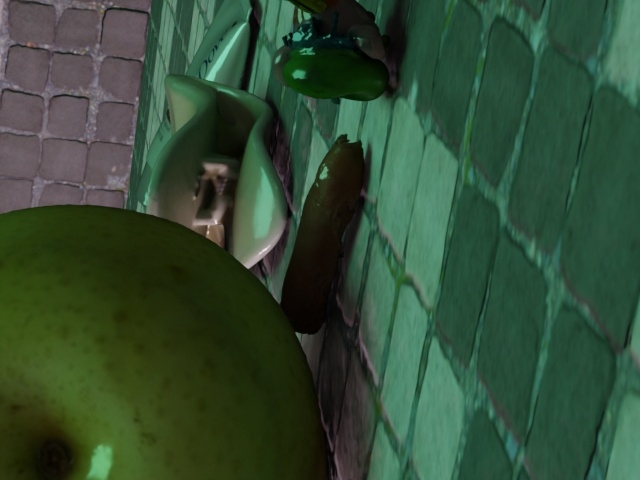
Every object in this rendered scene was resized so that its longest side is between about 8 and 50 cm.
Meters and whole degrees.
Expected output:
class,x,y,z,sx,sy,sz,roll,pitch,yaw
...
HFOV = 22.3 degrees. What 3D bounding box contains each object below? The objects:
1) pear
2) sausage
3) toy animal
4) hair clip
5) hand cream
class,x,y,z,sx,sy,sz,roll,pitch,yaw
pear,-0.164,0.145,1.062,0.348,0.348,0.348,-174,90,-79
sausage,0.000,0.000,1.073,0.042,0.036,0.158,-109,26,-47
toy animal,0.007,-0.187,0.970,0.100,0.103,0.208,21,107,33
hair clip,-0.093,-0.049,1.424,0.282,0.113,0.172,-120,37,-80
hand cream,-0.114,-0.141,1.654,0.133,0.083,0.247,-115,42,-65
